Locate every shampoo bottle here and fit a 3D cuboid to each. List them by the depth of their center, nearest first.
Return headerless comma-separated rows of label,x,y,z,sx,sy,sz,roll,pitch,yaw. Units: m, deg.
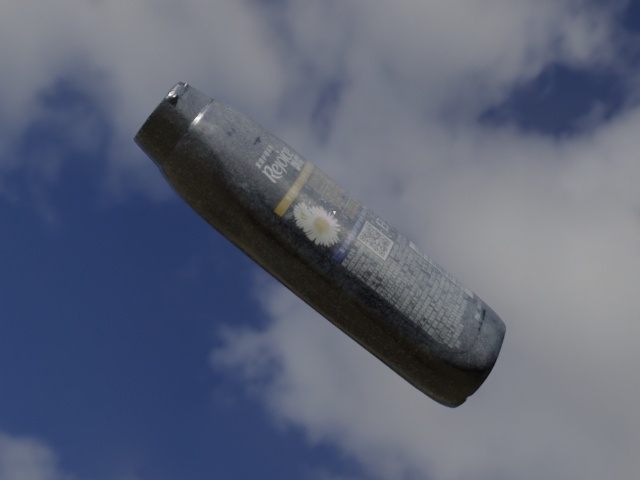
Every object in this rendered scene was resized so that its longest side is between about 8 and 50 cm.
shampoo bottle,0.000,0.000,0.822,0.233,0.087,0.049,38,-58,-7
